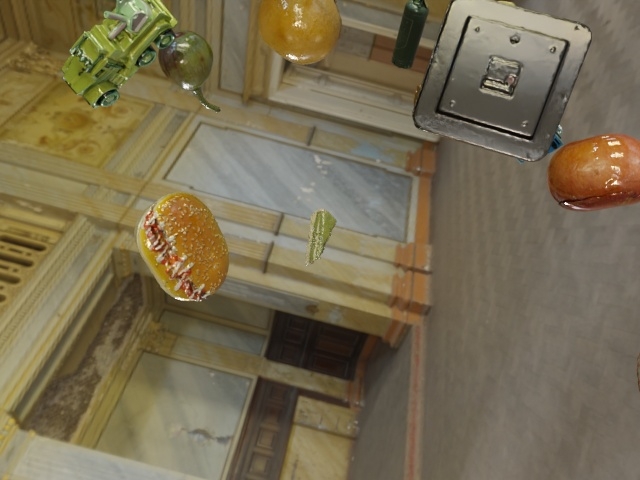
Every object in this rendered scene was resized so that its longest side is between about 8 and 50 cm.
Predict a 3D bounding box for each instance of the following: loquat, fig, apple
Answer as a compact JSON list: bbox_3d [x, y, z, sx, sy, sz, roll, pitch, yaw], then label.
[{"bbox_3d":[-0.060,-0.671,1.579,0.263,0.263,0.262,-165,90,-90],"label":"loquat"},{"bbox_3d":[-0.332,-0.428,1.356,0.245,0.149,0.149,72,-156,-46],"label":"fig"},{"bbox_3d":[0.795,-0.191,1.458,0.272,0.252,0.206,-6,91,59],"label":"apple"}]

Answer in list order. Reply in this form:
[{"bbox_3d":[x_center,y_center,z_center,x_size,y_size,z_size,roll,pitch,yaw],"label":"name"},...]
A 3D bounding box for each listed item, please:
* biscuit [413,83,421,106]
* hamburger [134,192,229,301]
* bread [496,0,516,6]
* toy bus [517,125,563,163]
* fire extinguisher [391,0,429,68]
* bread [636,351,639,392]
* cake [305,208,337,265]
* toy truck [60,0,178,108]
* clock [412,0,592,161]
[{"bbox_3d":[0.282,-0.383,1.409,0.016,0.082,0.092,-30,-3,-12],"label":"biscuit"},{"bbox_3d":[-0.356,0.019,1.354,0.227,0.152,0.295,-45,-62,-36],"label":"hamburger"},{"bbox_3d":[0.504,-0.630,1.438,0.157,0.095,0.082,-40,-68,-48],"label":"bread"},{"bbox_3d":[0.552,-0.339,1.413,0.134,0.114,0.246,-36,60,27],"label":"toy bus"},{"bbox_3d":[0.358,-0.833,2.009,0.114,0.096,0.311,-76,-1,-45],"label":"fire extinguisher"},{"bbox_3d":[0.767,0.246,1.057,0.295,0.114,0.327,-33,-49,-72],"label":"bread"},{"bbox_3d":[0.000,0.000,1.138,0.051,0.055,0.139,-23,46,39],"label":"cake"},{"bbox_3d":[-0.429,-0.396,1.036,0.260,0.128,0.135,-38,0,20],"label":"toy truck"},{"bbox_3d":[0.347,-0.316,0.998,0.049,0.279,0.273,-28,-44,-78],"label":"clock"}]
